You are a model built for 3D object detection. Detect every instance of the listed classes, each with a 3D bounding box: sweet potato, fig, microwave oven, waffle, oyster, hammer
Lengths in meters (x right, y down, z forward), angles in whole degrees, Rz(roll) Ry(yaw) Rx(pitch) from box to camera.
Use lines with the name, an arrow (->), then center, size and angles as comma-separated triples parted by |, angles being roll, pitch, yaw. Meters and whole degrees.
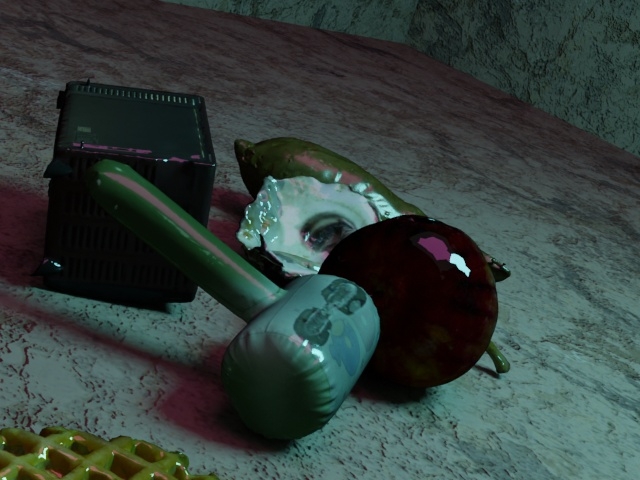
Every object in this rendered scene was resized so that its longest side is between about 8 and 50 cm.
sweet potato -> 0.065, -0.033, 1.570 | 0.422, 0.131, 0.130 | 27, 19, 5
fig -> 0.116, 0.064, 1.263 | 0.203, 0.187, 0.249 | 8, 5, 28
microwave oven -> -0.221, -0.054, 1.258 | 0.178, 0.188, 0.247 | 8, 25, -13
waffle -> -0.152, 0.209, 0.786 | 0.245, 0.052, 0.254 | 10, 20, -28
oyster -> 0.000, 0.000, 1.431 | 0.214, 0.083, 0.223 | 16, 40, -1
hammer -> -0.101, 0.039, 1.088 | 0.335, 0.119, 0.206 | 39, 23, 4
